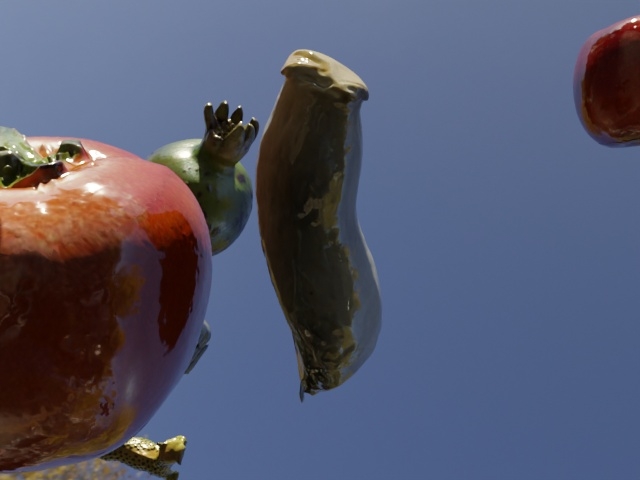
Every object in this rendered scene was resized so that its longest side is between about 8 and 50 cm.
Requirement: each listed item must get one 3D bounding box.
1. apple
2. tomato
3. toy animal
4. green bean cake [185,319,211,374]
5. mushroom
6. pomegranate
[{"bbox_3d":[0.420,-0.208,1.169,0.181,0.181,0.168,-12,-85,33],"label":"apple"},{"bbox_3d":[-0.265,0.051,0.795,0.342,0.341,0.272,12,-68,32],"label":"tomato"},{"bbox_3d":[-0.277,0.294,1.280,0.182,0.136,0.073,19,-106,4],"label":"toy animal"},{"bbox_3d":[-0.378,0.160,1.704,0.310,0.285,0.202,38,-96,4],"label":"green bean cake"},{"bbox_3d":[-0.002,-0.001,0.810,0.109,0.097,0.351,8,-55,20],"label":"mushroom"},{"bbox_3d":[-0.218,-0.115,1.652,0.242,0.242,0.305,34,-83,27],"label":"pomegranate"}]
